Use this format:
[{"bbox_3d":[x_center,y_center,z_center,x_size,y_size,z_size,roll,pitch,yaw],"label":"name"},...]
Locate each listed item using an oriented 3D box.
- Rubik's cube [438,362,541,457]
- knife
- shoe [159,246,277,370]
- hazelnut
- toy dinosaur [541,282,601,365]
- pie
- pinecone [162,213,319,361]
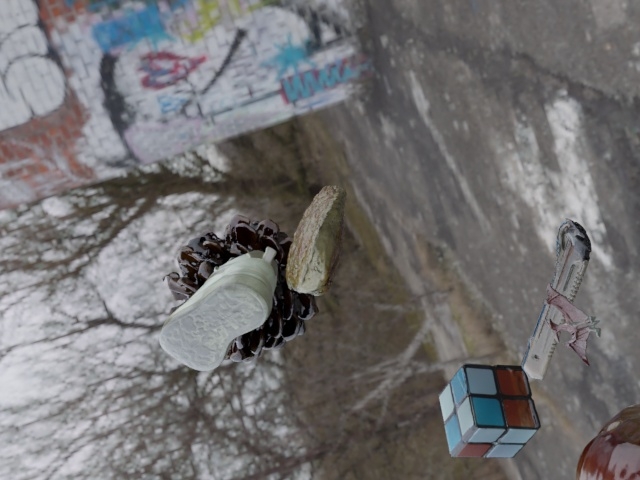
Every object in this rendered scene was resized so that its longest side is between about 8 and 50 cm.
[{"bbox_3d":[0.413,0.421,2.335,0.167,0.180,0.183,112,155,-48],"label":"Rubik's cube"},{"bbox_3d":[0.480,0.126,1.925,0.089,0.043,0.365,47,133,52],"label":"knife"},{"bbox_3d":[-0.164,0.106,1.646,0.124,0.316,0.159,38,-130,-15],"label":"shoe"},{"bbox_3d":[0.649,0.472,1.735,0.409,0.359,0.359,134,119,-80],"label":"hazelnut"},{"bbox_3d":[0.466,0.159,1.753,0.032,0.108,0.220,-52,-58,-37],"label":"toy dinosaur"},{"bbox_3d":[0.000,0.000,1.492,0.163,0.079,0.193,115,169,-58],"label":"pie"},{"bbox_3d":[-0.168,0.098,1.904,0.298,0.296,0.242,44,148,13],"label":"pinecone"}]
